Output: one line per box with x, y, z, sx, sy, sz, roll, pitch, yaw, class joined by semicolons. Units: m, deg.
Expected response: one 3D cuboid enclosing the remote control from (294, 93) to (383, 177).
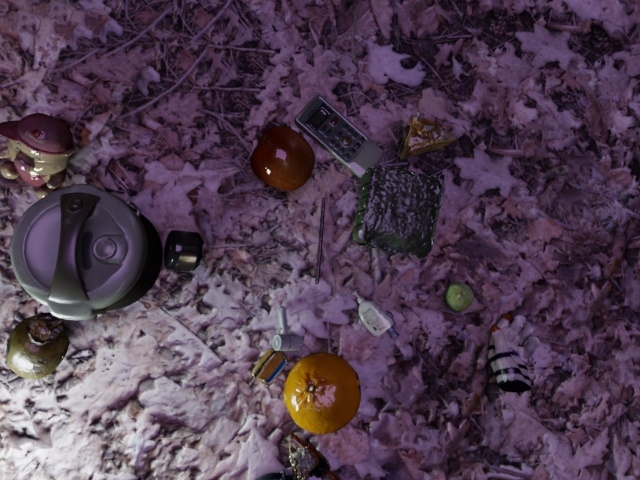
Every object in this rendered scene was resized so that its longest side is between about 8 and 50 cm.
0.060;-0.322;1.559;0.285;0.038;0.123;42;81;0;remote control

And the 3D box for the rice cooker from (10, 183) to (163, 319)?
-0.598;0.035;1.308;0.336;0.325;0.334;1;84;-6;rice cooker

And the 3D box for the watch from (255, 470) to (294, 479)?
-0.136;0.755;1.409;0.193;0.068;0.206;28;84;-3;watch

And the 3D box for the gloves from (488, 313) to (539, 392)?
0.569;0.332;1.510;0.140;0.131;0.218;6;53;-3;gloves

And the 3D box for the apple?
-0.111;-0.241;1.469;0.169;0.181;0.180;28;81;-25;apple

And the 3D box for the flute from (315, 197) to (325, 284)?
0.000;0.000;1.531;0.014;0.014;0.269;5;83;-5;flute

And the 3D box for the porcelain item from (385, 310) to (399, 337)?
0.212;0.253;1.517;0.036;0.028;0.083;-21;85;-5;porcelain item

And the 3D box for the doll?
-0.766;-0.233;1.354;0.196;0.256;0.152;8;56;-30;doll

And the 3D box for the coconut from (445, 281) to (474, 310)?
0.420;0.170;1.522;0.088;0.096;0.087;-14;58;24;coconut

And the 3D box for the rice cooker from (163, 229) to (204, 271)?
-0.386;0.030;1.415;0.107;0.165;0.112;5;76;-16;rice cooker

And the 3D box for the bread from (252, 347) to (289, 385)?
-0.147;0.362;1.459;0.072;0.053;0.106;43;83;-24;bread

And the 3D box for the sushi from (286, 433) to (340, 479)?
-0.031;0.649;1.416;0.097;0.103;0.226;-38;87;8;sushi

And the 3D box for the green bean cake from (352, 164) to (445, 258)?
0.231;-0.084;1.504;0.241;0.132;0.254;10;88;-9;green bean cake

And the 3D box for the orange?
0.006;0.425;1.402;0.220;0.193;0.219;0;92;10;orange

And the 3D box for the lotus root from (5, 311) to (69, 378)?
-0.738;0.271;1.310;0.154;0.278;0.153;20;50;-27;lotus root

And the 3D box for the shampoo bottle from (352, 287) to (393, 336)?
0.145;0.212;1.501;0.077;0.045;0.152;-43;79;14;shampoo bottle

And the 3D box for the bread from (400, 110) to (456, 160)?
0.324;-0.300;1.529;0.152;0.147;0.127;16;85;-1;bread

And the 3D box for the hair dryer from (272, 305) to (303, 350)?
-0.101;0.257;1.473;0.082;0.047;0.137;10;60;-38;hair dryer
